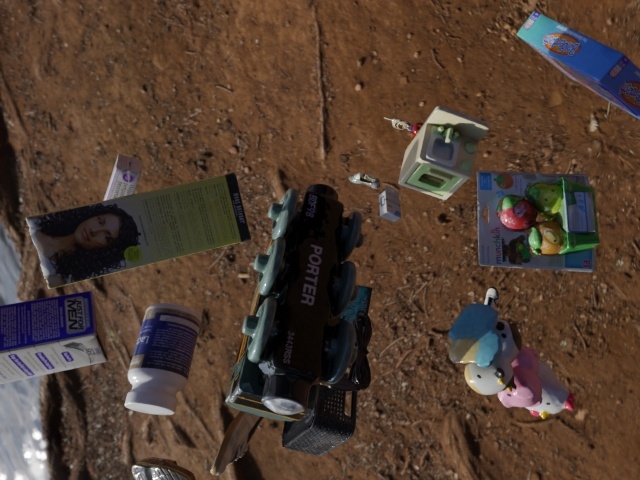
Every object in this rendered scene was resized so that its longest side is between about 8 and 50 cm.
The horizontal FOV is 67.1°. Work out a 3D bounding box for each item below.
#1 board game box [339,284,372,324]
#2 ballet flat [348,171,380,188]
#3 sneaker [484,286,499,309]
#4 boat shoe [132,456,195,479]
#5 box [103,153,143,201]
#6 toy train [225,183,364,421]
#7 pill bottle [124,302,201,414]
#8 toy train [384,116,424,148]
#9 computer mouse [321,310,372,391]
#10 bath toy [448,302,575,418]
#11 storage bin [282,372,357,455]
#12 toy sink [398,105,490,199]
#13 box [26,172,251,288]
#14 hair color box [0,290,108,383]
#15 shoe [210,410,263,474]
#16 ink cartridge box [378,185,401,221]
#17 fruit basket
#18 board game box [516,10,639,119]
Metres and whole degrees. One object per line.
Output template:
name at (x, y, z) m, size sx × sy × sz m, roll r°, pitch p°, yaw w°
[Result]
board game box at (0.121, 0.260, 1.835) m, size 0.126 × 0.026 × 0.186 m, roll 10°, pitch 89°, yaw -10°
ballet flat at (0.141, -0.200, 1.545) m, size 0.114 × 0.041 × 0.041 m, roll 22°, pitch 111°, yaw 28°
sneaker at (0.526, 0.196, 1.489) m, size 0.040 × 0.044 × 0.109 m, roll 10°, pitch 100°, yaw 32°
boat shoe at (-0.362, 0.544, 1.138) m, size 0.178 × 0.060 × 0.064 m, roll -3°, pitch 101°, yaw 28°
box at (-0.554, -0.079, 1.293) m, size 0.324 × 0.063 × 0.067 m, roll -57°, pitch 33°, yaw 30°
toy train at (-0.036, 0.079, 0.654) m, size 0.142 × 0.333 × 0.190 m, roll 19°, pitch 141°, yaw -13°
pill bottle at (-0.417, 0.313, 1.277) m, size 0.153 × 0.153 × 0.264 m, roll -19°, pitch 51°, yaw 33°
toy train at (0.309, -0.311, 1.598) m, size 0.248 × 0.105 × 0.143 m, roll 18°, pitch 90°, yaw 14°
computer mouse at (-0.013, 0.172, 0.863) m, size 0.262 × 0.184 × 0.060 m, roll 31°, pitch 131°, yaw -28°
bath toy at (0.392, 0.266, 0.962) m, size 0.151 × 0.348 × 0.129 m, roll -56°, pitch 32°, yaw -5°
storage bin at (-0.004, 0.339, 0.953) m, size 0.084 × 0.122 × 0.180 m, roll 19°, pitch 139°, yaw -13°
toy sink at (0.326, -0.224, 1.298) m, size 0.153 × 0.234 × 0.131 m, roll 18°, pitch 69°, yaw -6°
box at (-0.205, -0.016, 0.572) m, size 0.058 × 0.232 × 0.087 m, roll -154°, pitch 50°, yaw -73°
hair color box at (-0.634, 0.213, 0.991) m, size 0.185 × 0.339 × 0.110 m, roll 115°, pitch 143°, yaw -55°
shoe at (-0.167, 0.416, 1.047) m, size 0.058 × 0.219 × 0.076 m, roll 25°, pitch 122°, yaw 6°
ink cartridge box at (0.176, -0.094, 1.232) m, size 0.028 × 0.048 × 0.083 m, roll -36°, pitch 42°, yaw 45°
fruit basket at (0.676, -0.071, 1.514) m, size 0.353 × 0.165 × 0.327 m, roll 5°, pitch 74°, yaw -1°
board game box at (0.428, -0.274, 0.762) m, size 0.047 × 0.160 × 0.210 m, roll -54°, pitch 34°, yaw 27°
